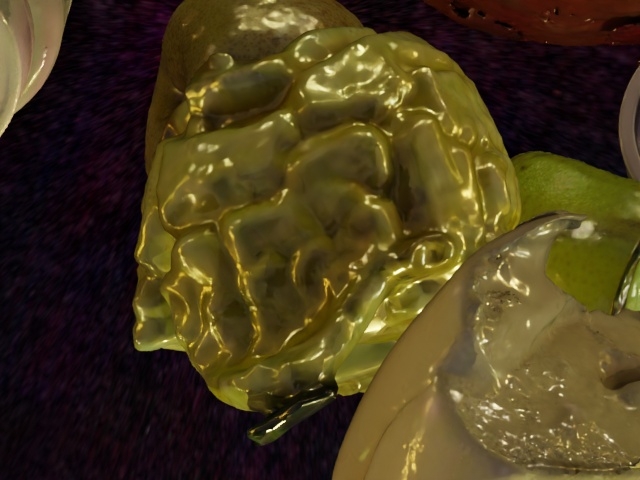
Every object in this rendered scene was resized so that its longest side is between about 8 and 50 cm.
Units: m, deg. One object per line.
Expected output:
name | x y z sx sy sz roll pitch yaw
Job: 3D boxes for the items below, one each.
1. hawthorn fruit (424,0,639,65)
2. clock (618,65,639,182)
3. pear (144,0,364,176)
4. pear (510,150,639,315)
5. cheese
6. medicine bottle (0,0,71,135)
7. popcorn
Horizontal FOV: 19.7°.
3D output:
hawthorn fruit | 0.126 -0.233 0.823 0.316 0.316 0.316 0 97 -1
clock | 0.347 -0.086 1.515 0.197 0.068 0.197 -6 69 15
pear | -0.040 -0.111 1.599 0.211 0.188 0.228 9 97 -23
pear | 0.186 0.034 1.447 0.255 0.238 0.164 28 76 38
cheese | 0.134 0.113 0.866 0.266 0.127 0.233 5 122 -31
medicine bottle | -0.349 -0.205 1.632 0.241 0.302 0.241 -1 116 -2
popcorn | -0.004 -0.008 1.210 0.293 0.293 0.237 -33 79 3
